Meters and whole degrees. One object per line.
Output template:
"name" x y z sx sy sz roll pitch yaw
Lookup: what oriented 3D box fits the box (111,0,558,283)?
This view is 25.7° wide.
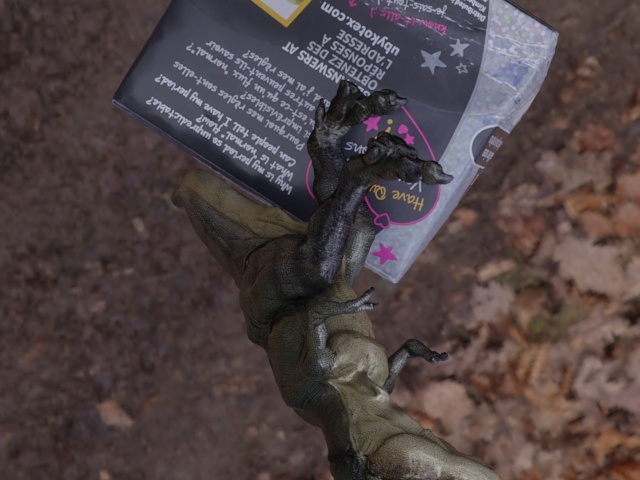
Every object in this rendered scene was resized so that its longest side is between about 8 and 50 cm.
"box" 0.019 -0.083 0.740 0.163 0.247 0.142 33 99 3

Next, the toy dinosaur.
"toy dinosaur" 0.000 0.000 0.564 0.064 0.268 0.118 15 113 -35
